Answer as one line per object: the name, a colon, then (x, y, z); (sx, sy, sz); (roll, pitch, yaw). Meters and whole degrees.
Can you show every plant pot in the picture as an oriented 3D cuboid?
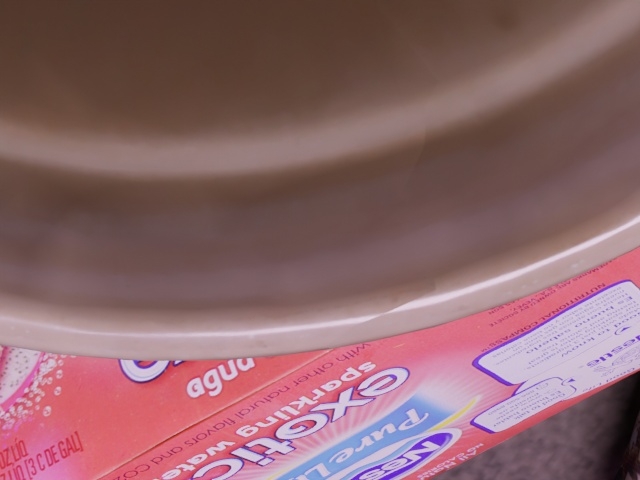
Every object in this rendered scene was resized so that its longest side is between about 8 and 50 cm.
plant pot: (-0.034, -0.183, 0.358); (0.323, 0.280, 0.323); (-7, 128, -9)

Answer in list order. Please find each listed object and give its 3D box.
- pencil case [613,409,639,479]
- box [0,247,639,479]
pencil case: (0.234, -0.003, 0.634); (0.183, 0.160, 0.410); (-23, 136, -39)
box: (0.000, 0.000, 0.550); (0.300, 0.142, 0.154); (-30, 153, 16)
